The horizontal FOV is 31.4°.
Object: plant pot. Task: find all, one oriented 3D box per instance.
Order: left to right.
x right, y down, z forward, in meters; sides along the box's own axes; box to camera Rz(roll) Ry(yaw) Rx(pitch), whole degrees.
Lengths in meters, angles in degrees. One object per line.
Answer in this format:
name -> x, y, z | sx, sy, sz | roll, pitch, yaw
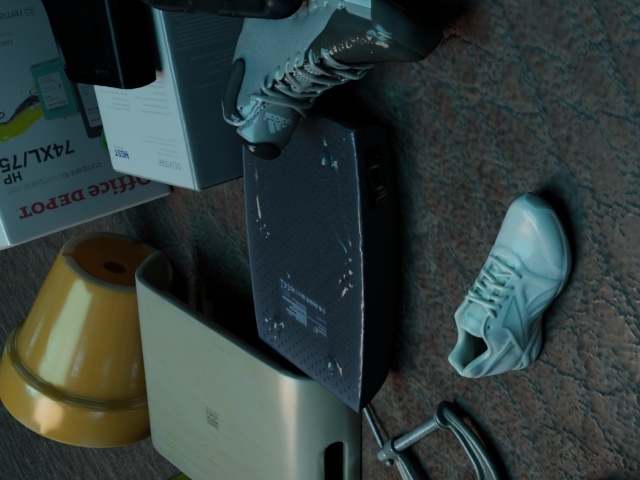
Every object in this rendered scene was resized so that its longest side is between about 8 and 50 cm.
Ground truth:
plant pot -> -0.253, 0.101, 1.311 | 0.205, 0.205, 0.188 | 41, 124, 39

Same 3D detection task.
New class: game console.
game console -> -0.132, -0.219, 0.895 | 0.361, 0.044, 0.213 | 16, 121, 47

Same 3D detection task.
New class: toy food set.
toy food set -> -0.076, 0.162, 1.165 | 0.306, 0.092, 0.220 | 27, 129, 39

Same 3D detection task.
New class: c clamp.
c clamp -> 0.090, 0.179, 0.953 | 0.137, 0.022, 0.160 | 65, 150, 8

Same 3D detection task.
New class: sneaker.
sneaker -> -0.004, -0.114, 0.825 | 0.228, 0.086, 0.132 | 28, 96, 60
sneaker -> 0.127, 0.038, 0.775 | 0.053, 0.061, 0.152 | 43, 139, 40

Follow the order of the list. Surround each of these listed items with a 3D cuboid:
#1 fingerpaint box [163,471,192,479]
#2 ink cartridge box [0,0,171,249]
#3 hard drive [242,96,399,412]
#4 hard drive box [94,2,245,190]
fingerpaint box -> -0.272, 0.516, 1.319 | 0.163, 0.444, 0.371 | 37, 136, 41
ink cartridge box -> -0.324, -0.141, 1.257 | 0.197, 0.198, 0.270 | -6, 103, 58
hard drive -> 0.000, 0.000, 0.961 | 0.172, 0.054, 0.255 | 31, 132, 47
hard drive box -> -0.142, -0.175, 1.051 | 0.181, 0.089, 0.232 | 16, 120, 53
